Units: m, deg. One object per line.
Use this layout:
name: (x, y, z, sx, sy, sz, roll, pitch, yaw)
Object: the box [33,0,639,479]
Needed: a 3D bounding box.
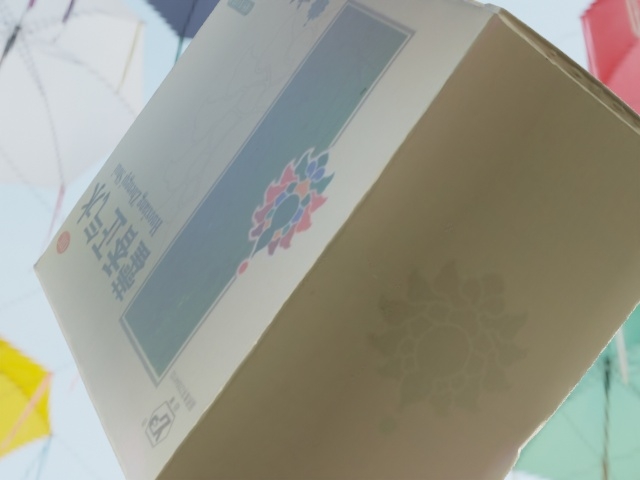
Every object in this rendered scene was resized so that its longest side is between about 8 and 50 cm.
box: (0.000, 0.000, 0.520, 0.095, 0.212, 0.168, 33, -86, -24)
